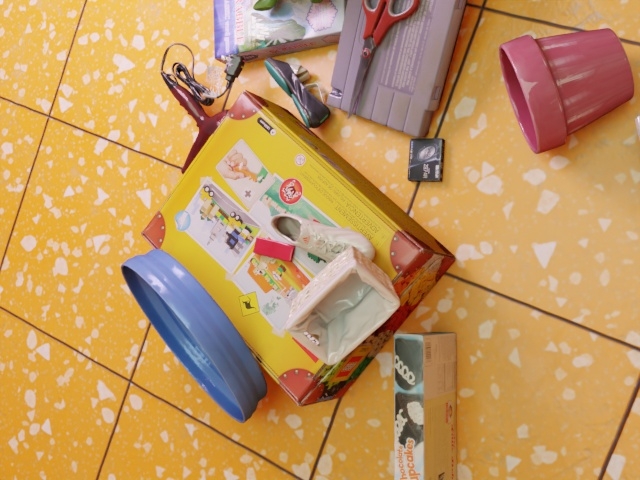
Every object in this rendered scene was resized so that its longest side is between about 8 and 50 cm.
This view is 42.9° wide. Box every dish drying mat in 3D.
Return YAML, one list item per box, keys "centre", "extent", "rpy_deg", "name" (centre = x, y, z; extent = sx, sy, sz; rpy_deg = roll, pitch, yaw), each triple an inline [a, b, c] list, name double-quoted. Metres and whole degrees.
- centre: [-0.085, 0.016, 1.497]
  extent: [0.083, 0.008, 0.032]
  rpy_deg: [13, 90, 28]
  name: "dish drying mat"

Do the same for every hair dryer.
- centre: [-0.255, -0.275, 1.783]
  extent: [0.224, 0.080, 0.293]
  rpy_deg: [14, 101, 33]
  name: "hair dryer"

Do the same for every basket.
- centre: [0.035, 0.104, 1.356]
  extent: [0.113, 0.103, 0.167]
  rpy_deg: [41, 106, -17]
  name: "basket"

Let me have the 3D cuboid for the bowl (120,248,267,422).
- centre: [-0.244, 0.182, 1.601]
  extent: [0.077, 0.391, 0.391]
  rpy_deg: [-38, 66, -19]
  name: "bowl"

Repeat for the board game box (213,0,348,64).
- centre: [-0.082, -0.557, 1.731]
  extent: [0.318, 0.066, 0.318]
  rpy_deg: [-6, 83, 26]
  name: "board game box"

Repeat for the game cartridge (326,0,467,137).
- centre: [0.150, -0.396, 1.553]
  extent: [0.230, 0.068, 0.355]
  rpy_deg: [23, 115, 22]
  name: "game cartridge"

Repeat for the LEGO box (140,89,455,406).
- centre: [-0.055, 0.010, 1.596]
  extent: [0.500, 0.193, 0.372]
  rpy_deg: [44, 105, 23]
  name: "LEGO box"

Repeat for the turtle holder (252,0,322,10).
- centre: [-0.086, -0.590, 1.545]
  extent: [0.320, 0.243, 0.227]
  rpy_deg: [-3, 85, 58]
  name: "turtle holder"

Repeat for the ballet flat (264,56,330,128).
- centre: [-0.042, -0.317, 1.695]
  extent: [0.074, 0.074, 0.203]
  rpy_deg: [-42, 63, 18]
  name: "ballet flat"

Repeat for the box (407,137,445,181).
- centre: [0.205, -0.156, 1.577]
  extent: [0.067, 0.018, 0.083]
  rpy_deg: [4, 87, 27]
  name: "box"

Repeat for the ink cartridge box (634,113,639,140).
- centre: [0.643, -0.087, 1.293]
  extent: [0.207, 0.117, 0.282]
  rpy_deg: [-15, 80, 25]
  name: "ink cartridge box"

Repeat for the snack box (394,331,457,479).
- centre: [0.189, 0.326, 1.449]
  extent: [0.060, 0.187, 0.321]
  rpy_deg: [-2, 84, 27]
  name: "snack box"

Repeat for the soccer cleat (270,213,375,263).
- centre: [0.000, 0.000, 1.418]
  extent: [0.196, 0.076, 0.068]
  rpy_deg: [20, 94, 26]
  name: "soccer cleat"

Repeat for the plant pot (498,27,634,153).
- centre: [0.423, -0.270, 1.391]
  extent: [0.180, 0.201, 0.201]
  rpy_deg: [-19, 77, 9]
  name: "plant pot"

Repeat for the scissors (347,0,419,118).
- centre: [0.089, -0.380, 1.555]
  extent: [0.109, 0.021, 0.297]
  rpy_deg: [41, 123, 15]
  name: "scissors"
